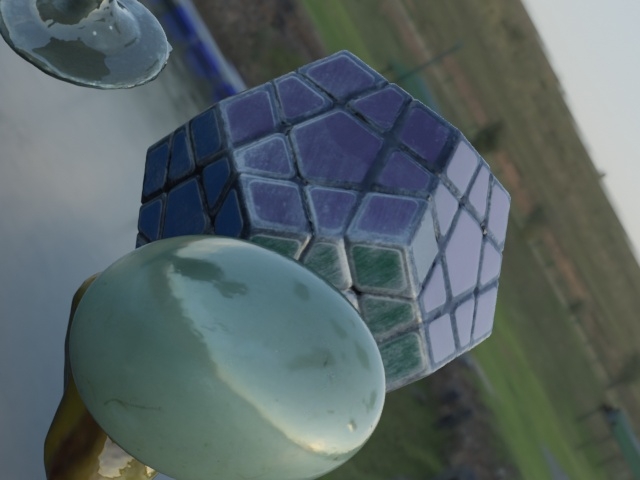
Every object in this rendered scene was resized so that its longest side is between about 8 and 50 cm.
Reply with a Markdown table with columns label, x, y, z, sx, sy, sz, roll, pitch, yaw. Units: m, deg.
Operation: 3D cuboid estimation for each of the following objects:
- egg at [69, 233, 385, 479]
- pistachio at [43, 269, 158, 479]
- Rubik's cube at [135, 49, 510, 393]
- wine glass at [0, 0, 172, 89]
| label | x | y | z | sx | sy | sz | roll | pitch | yaw |
| --- | --- | --- | --- | --- | --- | --- | --- | --- | --- |
| egg | -0.055 | 0.074 | 0.927 | 0.192 | 0.149 | 0.149 | 20 | 9 | -2 |
| pistachio | -0.139 | 0.116 | 1.114 | 0.110 | 0.100 | 0.189 | 57 | 33 | -64 |
| Rubik's cube | 0.000 | 0.000 | 1.283 | 0.264 | 0.319 | 0.319 | 7 | 42 | -33 |
| wine glass | -0.113 | -0.213 | 0.917 | 0.241 | 0.126 | 0.126 | -65 | -144 | 38 |
